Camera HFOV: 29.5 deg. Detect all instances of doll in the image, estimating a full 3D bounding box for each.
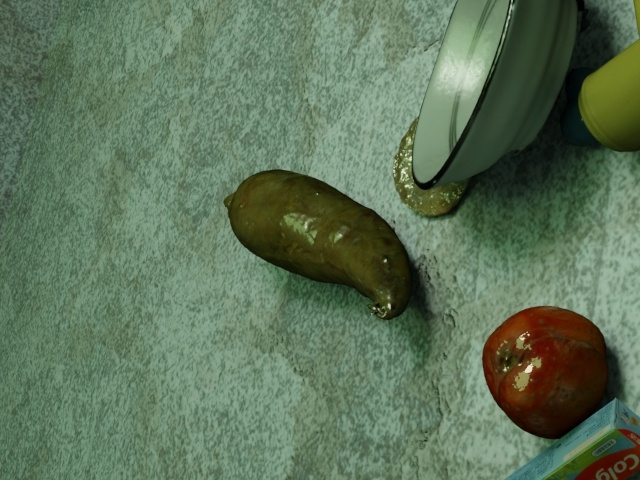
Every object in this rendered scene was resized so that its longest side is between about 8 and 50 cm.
[{"bbox_3d":[0.270,-0.135,1.238,0.076,0.050,0.083,-25,56,55],"label":"doll"}]

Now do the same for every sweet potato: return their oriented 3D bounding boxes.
[{"bbox_3d":[0.005,-0.001,1.505,0.422,0.130,0.131,31,101,52],"label":"sweet potato"}]

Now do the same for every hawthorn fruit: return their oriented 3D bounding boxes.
[{"bbox_3d":[0.210,0.123,1.135,0.128,0.128,0.128,-31,50,46],"label":"hawthorn fruit"}]

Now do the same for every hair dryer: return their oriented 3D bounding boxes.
[{"bbox_3d":[0.318,-0.225,1.190,0.135,0.090,0.279,-39,38,44],"label":"hair dryer"}]

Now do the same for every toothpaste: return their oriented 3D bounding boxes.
[{"bbox_3d":[0.229,0.227,1.119,0.193,0.070,0.044,-46,11,35],"label":"toothpaste"}]

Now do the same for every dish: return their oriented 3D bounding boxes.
[{"bbox_3d":[0.195,-0.189,1.280,0.316,0.106,0.317,-163,90,-82],"label":"dish"}]

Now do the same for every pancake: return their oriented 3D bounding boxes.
[{"bbox_3d":[0.139,-0.096,1.437,0.151,0.025,0.152,-31,49,45],"label":"pancake"}]
